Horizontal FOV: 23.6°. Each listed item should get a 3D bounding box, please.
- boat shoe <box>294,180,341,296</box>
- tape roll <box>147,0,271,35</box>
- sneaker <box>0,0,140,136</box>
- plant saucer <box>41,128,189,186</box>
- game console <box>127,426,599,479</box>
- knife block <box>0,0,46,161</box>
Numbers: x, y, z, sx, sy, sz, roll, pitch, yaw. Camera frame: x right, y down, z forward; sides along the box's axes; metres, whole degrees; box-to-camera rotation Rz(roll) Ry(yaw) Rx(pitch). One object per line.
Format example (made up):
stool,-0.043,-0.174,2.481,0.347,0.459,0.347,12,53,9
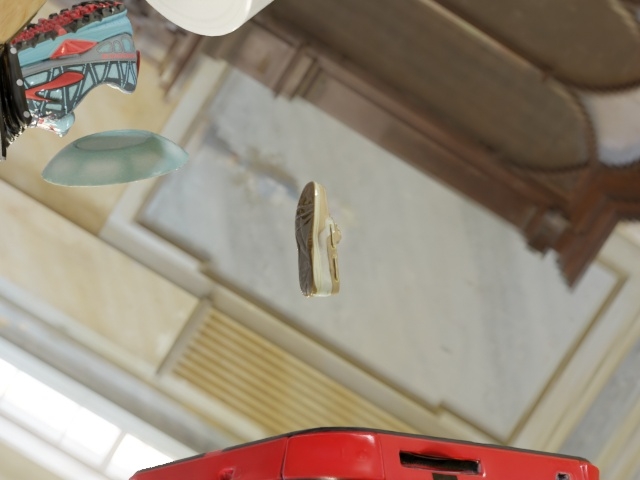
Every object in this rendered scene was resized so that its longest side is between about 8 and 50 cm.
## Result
boat shoe,0.000,0.000,1.757,0.050,0.045,0.135,-19,-112,60
tape roll,-0.122,-0.391,1.828,0.169,0.246,0.246,-42,177,-33
sneaker,-0.312,-0.159,1.634,0.261,0.125,0.104,-23,-157,-11
plant saucer,-0.270,-0.114,1.998,0.195,0.195,0.037,-79,165,-72
game console,0.050,0.250,1.514,0.342,0.386,0.060,-22,-118,48
knife block,-0.362,-0.184,1.353,0.088,0.275,0.242,-31,-162,54
